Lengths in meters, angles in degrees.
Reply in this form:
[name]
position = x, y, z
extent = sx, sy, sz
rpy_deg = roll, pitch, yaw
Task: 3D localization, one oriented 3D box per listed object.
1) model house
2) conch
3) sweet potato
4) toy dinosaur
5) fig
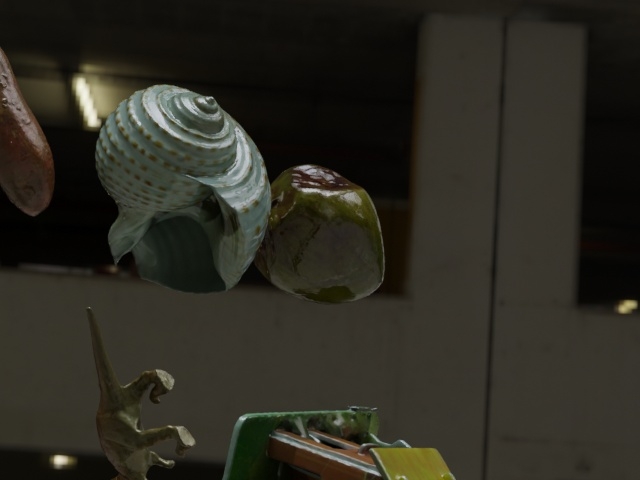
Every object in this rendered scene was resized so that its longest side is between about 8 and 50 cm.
[model house]
position = 0.068, 0.402, 1.873
extent = 0.323, 0.340, 0.300
rpy_deg = 14, 3, 37
[conch]
position = -0.120, -0.053, 1.380
extent = 0.172, 0.131, 0.200
rpy_deg = 30, -33, -3
[sweet potato]
position = -0.253, -0.118, 1.152
extent = 0.050, 0.214, 0.050
rpy_deg = -27, 6, 3
[toy dinosaur]
position = -0.170, 0.143, 1.259
extent = 0.126, 0.162, 0.039
rpy_deg = -37, 6, 33
[fig]
position = 0.000, 0.000, 1.724
extent = 0.154, 0.166, 0.144
rpy_deg = -30, 17, 25
